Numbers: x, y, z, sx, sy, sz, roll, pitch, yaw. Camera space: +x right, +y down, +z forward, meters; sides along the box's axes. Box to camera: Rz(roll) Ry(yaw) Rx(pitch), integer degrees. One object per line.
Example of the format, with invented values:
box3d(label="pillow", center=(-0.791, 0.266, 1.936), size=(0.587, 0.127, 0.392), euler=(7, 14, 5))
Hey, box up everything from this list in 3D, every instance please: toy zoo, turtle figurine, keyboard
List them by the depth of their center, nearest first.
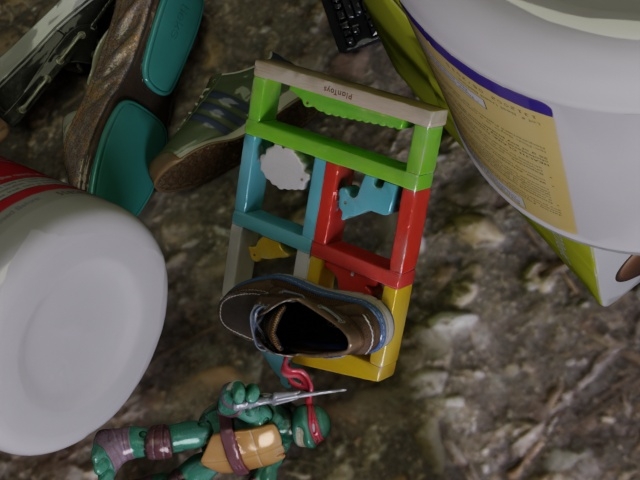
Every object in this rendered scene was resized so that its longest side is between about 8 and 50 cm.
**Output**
box3d(label="turtle figurine", center=(-0.074, 0.191, 0.967), size=(0.234, 0.118, 0.175), euler=(-15, 109, 7))
box3d(label="toy zoo", center=(0.000, 0.000, 0.982), size=(0.192, 0.030, 0.293), euler=(21, 111, 32))
box3d(label="keyboard", center=(0.046, -0.293, 1.165), size=(0.108, 0.023, 0.180), euler=(-19, 69, 4))

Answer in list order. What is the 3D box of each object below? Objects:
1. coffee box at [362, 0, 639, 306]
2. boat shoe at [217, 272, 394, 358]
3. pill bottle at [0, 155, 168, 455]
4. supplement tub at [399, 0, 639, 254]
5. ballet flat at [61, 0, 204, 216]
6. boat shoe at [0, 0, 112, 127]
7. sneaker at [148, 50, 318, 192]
box3d(label="coffee box", center=(0.252, -0.197, 0.904), size=(0.334, 0.337, 0.338), euler=(-38, 68, 3))
box3d(label="boat shoe", center=(-0.028, 0.068, 0.954), size=(0.183, 0.066, 0.066), euler=(0, 100, 36))
box3d(label="pill bottle", center=(-0.359, 0.018, 1.005), size=(0.407, 0.229, 0.229), euler=(22, 75, 31))
box3d(label="supplement tub", center=(0.168, -0.128, 0.548), size=(0.241, 0.331, 0.241), euler=(-4, 75, 15))
box3d(label="ballet flat", center=(-0.209, -0.141, 1.132), size=(0.106, 0.107, 0.316), euler=(3, 64, 34))
box3d(label="boat shoe", center=(-0.278, -0.215, 1.181), size=(0.070, 0.078, 0.219), euler=(46, 79, -13))
box3d(label="sneaker", center=(-0.100, -0.128, 1.114), size=(0.192, 0.064, 0.086), euler=(-29, 65, -5))
